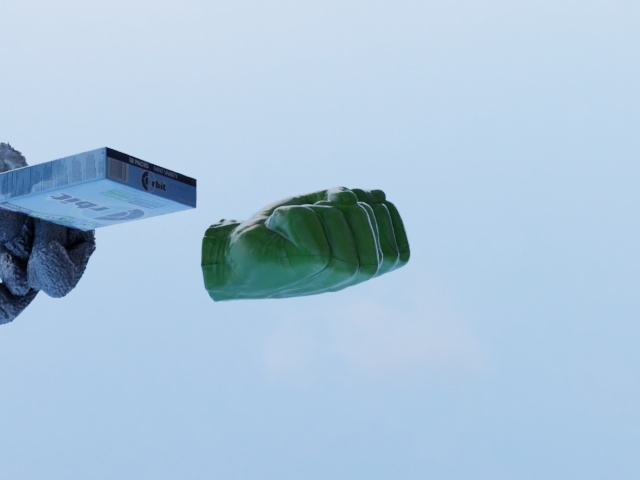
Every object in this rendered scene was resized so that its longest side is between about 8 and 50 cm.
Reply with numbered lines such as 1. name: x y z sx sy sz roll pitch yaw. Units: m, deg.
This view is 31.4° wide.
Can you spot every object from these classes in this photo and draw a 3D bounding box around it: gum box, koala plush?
1. gum box: -0.266 -0.057 1.342 0.157 0.184 0.041 19 -113 -55
2. koala plush: -0.455 -0.031 1.653 0.221 0.196 0.203 49 -146 -25

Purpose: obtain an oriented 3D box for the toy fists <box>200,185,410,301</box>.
1. toy fists: 0.000 0.000 1.074 0.279 0.142 0.096 -7 -88 -73
